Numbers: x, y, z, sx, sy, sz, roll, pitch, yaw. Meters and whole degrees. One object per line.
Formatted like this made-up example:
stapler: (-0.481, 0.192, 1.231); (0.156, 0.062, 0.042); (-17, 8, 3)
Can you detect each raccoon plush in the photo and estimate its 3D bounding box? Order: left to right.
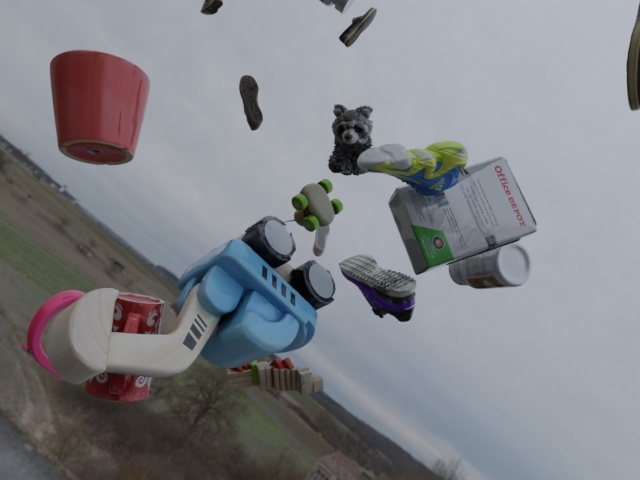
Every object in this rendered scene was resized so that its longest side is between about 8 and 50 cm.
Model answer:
raccoon plush: (0.122, -0.478, 2.059); (0.446, 0.216, 0.298); (-108, -166, -63)

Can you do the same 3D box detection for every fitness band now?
fitness band: (-0.684, 0.262, 1.279); (0.054, 0.209, 0.290); (25, -32, 24)

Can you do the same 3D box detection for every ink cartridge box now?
ink cartridge box: (0.345, -0.060, 1.149); (0.121, 0.290, 0.211); (103, -30, -75)

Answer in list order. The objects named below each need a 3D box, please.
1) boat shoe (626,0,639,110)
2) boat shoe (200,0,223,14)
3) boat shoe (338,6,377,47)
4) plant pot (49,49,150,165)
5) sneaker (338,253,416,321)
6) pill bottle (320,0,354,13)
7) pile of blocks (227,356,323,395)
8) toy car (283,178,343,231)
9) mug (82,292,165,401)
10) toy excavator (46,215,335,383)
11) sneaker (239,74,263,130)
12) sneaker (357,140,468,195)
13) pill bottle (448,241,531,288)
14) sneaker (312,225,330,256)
boat shoe: (0.794, -0.471, 1.062); (0.123, 0.341, 0.123); (13, 0, 39)
boat shoe: (-0.368, -0.807, 1.573); (0.050, 0.045, 0.135); (-3, 5, -39)
boat shoe: (0.120, -0.698, 1.496); (0.049, 0.152, 0.056); (42, 0, 9)
plant pot: (-0.633, -0.361, 1.324); (0.275, 0.243, 0.275); (-1, -11, 0)
sneaker: (0.153, 0.142, 1.296); (0.293, 0.102, 0.146); (29, -43, 54)
pill bottle: (0.016, -0.883, 1.577); (0.221, 0.121, 0.121); (36, -13, -3)
pile of blocks: (-0.165, 0.449, 1.630); (0.363, 0.112, 0.149); (2, 16, 10)
toy car: (-0.050, -0.104, 1.556); (0.188, 0.155, 0.148); (-15, -74, 50)
mug: (-0.329, 0.187, 0.813); (0.150, 0.169, 0.113); (9, -5, 44)
toy excavator: (-0.198, 0.142, 0.870); (0.222, 0.445, 0.433); (-29, -62, 31)
sneaker: (-0.237, -0.453, 1.531); (0.071, 0.066, 0.188); (139, -57, -61)
sneaker: (0.205, -0.148, 1.036); (0.240, 0.091, 0.126); (-2, -50, 5)
pill bottle: (0.488, 0.078, 1.362); (0.131, 0.131, 0.229); (40, -20, -11)
sneaker: (0.000, 0.000, 1.691); (0.051, 0.134, 0.070); (14, -38, -3)
